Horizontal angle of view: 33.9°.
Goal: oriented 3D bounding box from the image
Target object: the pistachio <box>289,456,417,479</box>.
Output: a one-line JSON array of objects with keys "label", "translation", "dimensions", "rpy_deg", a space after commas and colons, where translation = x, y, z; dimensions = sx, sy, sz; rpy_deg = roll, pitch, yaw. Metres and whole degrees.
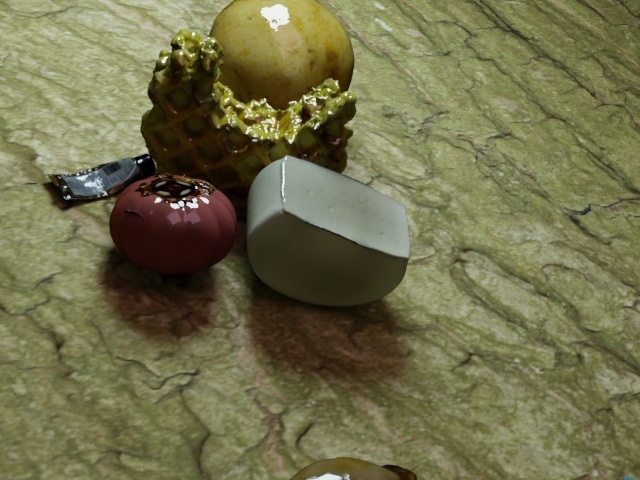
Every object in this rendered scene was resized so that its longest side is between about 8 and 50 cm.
[{"label": "pistachio", "translation": [0.031, 0.318, 1.239], "dimensions": [0.210, 0.130, 0.165], "rpy_deg": [-17, 15, -39]}]

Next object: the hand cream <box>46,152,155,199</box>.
[{"label": "hand cream", "translation": [-0.327, -0.096, 1.584], "dimensions": [0.163, 0.039, 0.062], "rpy_deg": [-19, 58, -33]}]

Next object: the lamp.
[{"label": "lamp", "translation": [-0.207, -0.016, 1.482], "dimensions": [0.182, 0.140, 0.182], "rpy_deg": [7, 27, -3]}]

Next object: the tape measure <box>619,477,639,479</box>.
[{"label": "tape measure", "translation": [0.448, 0.383, 1.408], "dimensions": [0.146, 0.081, 0.125], "rpy_deg": [26, 42, 1]}]

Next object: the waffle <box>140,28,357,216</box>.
[{"label": "waffle", "translation": [-0.114, -0.168, 1.594], "dimensions": [0.324, 0.261, 0.151], "rpy_deg": [22, 31, -8]}]

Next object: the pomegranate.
[{"label": "pomegranate", "translation": [-0.070, -0.301, 1.784], "dimensions": [0.261, 0.260, 0.260], "rpy_deg": [14, 40, -13]}]

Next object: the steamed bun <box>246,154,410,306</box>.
[{"label": "steamed bun", "translation": [0.000, 0.000, 1.535], "dimensions": [0.242, 0.164, 0.146], "rpy_deg": [22, 41, -22]}]
